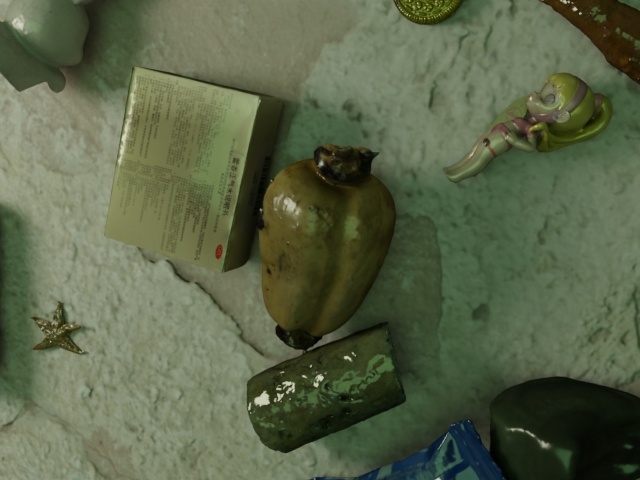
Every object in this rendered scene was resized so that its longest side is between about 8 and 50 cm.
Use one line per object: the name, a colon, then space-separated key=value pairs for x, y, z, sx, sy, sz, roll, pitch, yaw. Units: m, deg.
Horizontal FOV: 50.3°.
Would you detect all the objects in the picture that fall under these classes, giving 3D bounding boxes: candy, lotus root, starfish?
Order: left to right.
starfish: x=-0.371 y=0.135 z=0.958 sx=0.092 sy=0.016 sz=0.086 roll=39 pitch=107 yaw=4
lotus root: x=0.000 y=0.000 z=0.779 sx=0.154 sy=0.140 sz=0.257 roll=17 pitch=112 yaw=-1
candy: x=0.104 y=0.324 z=0.781 sx=0.331 sy=0.077 sz=0.187 roll=-40 pitch=80 yaw=46

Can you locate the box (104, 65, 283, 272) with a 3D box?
box: x=-0.152 y=-0.087 z=0.828 sx=0.168 sy=0.095 sz=0.212 roll=17 pitch=102 yaw=14

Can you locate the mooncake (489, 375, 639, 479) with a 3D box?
mooncake: x=0.265 y=0.213 z=0.717 sx=0.175 sy=0.168 sz=0.104 roll=-5 pitch=95 yaw=2

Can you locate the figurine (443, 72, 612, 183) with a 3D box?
figurine: x=0.222 y=-0.114 z=0.742 sx=0.187 sy=0.083 sz=0.083 roll=-33 pitch=88 yaw=10

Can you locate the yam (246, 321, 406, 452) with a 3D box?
yam: x=0.015 y=0.174 z=0.813 sx=0.194 sy=0.107 sz=0.107 roll=-26 pitch=90 yaw=15

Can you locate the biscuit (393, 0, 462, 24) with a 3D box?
biscuit: x=0.121 y=-0.285 z=0.765 sx=0.084 sy=0.023 sz=0.084 roll=2 pitch=98 yaw=14

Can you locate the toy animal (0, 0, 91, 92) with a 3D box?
toy animal: x=-0.320 y=-0.286 z=0.859 sx=0.221 sy=0.131 sz=0.103 roll=-42 pitch=51 yaw=-9

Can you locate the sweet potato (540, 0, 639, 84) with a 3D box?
sweet potato: x=0.353 y=-0.179 z=0.698 sx=0.314 sy=0.066 sz=0.072 roll=32 pitch=64 yaw=10
